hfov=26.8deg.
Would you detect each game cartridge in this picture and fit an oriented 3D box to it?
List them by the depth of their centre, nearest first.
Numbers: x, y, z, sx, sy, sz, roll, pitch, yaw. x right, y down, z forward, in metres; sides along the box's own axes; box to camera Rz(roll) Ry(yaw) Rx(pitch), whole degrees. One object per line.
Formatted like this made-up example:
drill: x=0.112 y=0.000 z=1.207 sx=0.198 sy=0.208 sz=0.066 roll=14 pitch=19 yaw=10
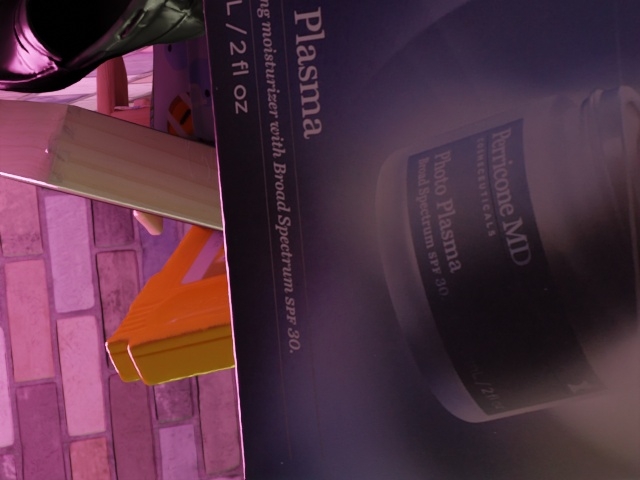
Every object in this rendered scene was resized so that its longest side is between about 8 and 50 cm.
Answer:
game cartridge: x=0.000 y=0.000 z=1.100 sx=0.285 sy=0.052 sz=0.323 roll=-15 pitch=-161 yaw=19

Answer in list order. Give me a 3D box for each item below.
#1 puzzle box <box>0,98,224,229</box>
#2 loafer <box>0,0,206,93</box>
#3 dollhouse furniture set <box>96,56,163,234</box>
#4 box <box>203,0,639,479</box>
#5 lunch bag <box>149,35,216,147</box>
puzzle box: x=-0.151 y=-0.051 z=1.010 sx=0.272 sy=0.052 sz=0.409 roll=14 pitch=179 yaw=-34
loafer: x=-0.154 y=-0.138 z=0.816 sx=0.223 sy=0.076 sz=0.078 roll=-9 pitch=175 yaw=39
dollhouse furniture set: x=-0.017 y=-0.144 z=1.454 sx=0.362 sy=0.256 sz=0.394 roll=-5 pitch=162 yaw=5
box: x=0.115 y=-0.041 z=0.647 sx=0.294 sy=0.296 sz=0.183 roll=-5 pitch=-178 yaw=24
lunch bag: x=0.033 y=-0.129 z=0.991 sx=0.303 sy=0.115 sz=0.243 roll=7 pitch=-166 yaw=29
